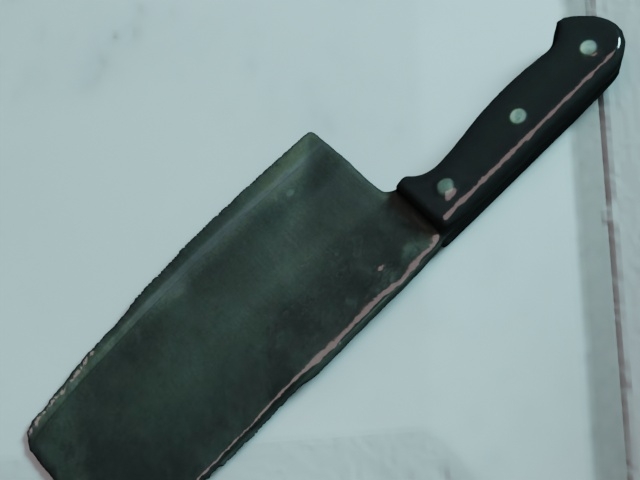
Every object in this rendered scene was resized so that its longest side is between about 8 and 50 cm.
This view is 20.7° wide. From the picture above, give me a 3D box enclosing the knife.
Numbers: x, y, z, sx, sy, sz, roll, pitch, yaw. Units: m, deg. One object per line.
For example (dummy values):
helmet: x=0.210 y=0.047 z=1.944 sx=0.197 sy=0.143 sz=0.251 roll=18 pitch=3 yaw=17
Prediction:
knife: x=0.000 y=0.000 z=0.602 sx=0.245 sy=0.019 sz=0.072 roll=-43 pitch=65 yaw=-3
